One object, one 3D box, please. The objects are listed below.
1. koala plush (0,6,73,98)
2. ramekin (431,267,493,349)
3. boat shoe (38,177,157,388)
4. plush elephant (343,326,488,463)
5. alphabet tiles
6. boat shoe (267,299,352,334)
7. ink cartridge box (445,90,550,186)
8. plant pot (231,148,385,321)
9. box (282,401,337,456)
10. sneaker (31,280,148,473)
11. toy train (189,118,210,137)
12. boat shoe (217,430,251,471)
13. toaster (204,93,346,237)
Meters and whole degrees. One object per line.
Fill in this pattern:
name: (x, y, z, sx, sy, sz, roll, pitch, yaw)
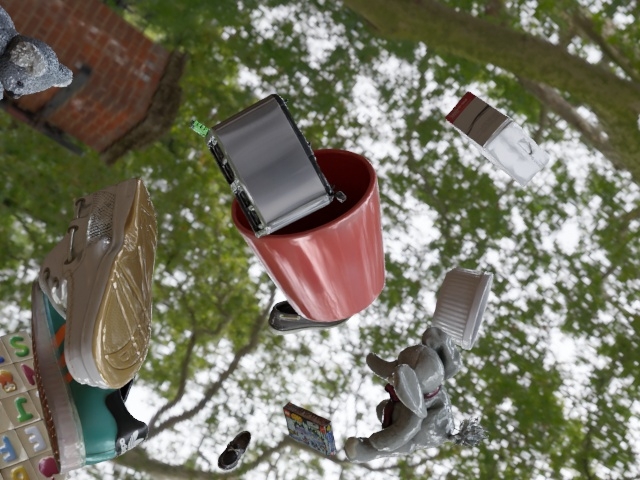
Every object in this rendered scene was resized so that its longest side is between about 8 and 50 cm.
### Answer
koala plush: (-0.624, -0.369, 1.671, 0.196, 0.221, 0.203, 38, 71, -83)
ramekin: (0.361, 0.167, 2.123, 0.109, 0.207, 0.207, 17, -109, 17)
boat shoe: (-0.212, 0.039, 0.772, 0.096, 0.098, 0.277, -10, -148, 1)
plush elephant: (0.207, 0.352, 1.931, 0.330, 0.255, 0.272, -8, -169, 35)
alphabet tiles: (-0.558, 0.273, 1.377, 0.011, 0.285, 0.342, -40, -106, 29)
boat shoe: (-0.013, 0.166, 1.969, 0.081, 0.228, 0.068, 58, -31, 38)
ink cartridge box: (0.276, -0.161, 1.304, 0.063, 0.109, 0.150, -47, -152, 10)
plant pot: (0.000, 0.000, 1.550, 0.275, 0.243, 0.275, -13, -143, 10)
box: (-0.026, 0.447, 1.968, 0.137, 0.094, 0.027, 15, -143, 40)
sneaker: (-0.310, 0.167, 1.095, 0.302, 0.121, 0.108, -120, -147, -40)
toy train: (-0.277, -0.258, 1.945, 0.017, 0.083, 0.023, 32, -88, 40)
boat shoe: (-0.188, 0.464, 1.833, 0.125, 0.046, 0.038, -34, 150, -62)
toaster: (-0.068, -0.098, 1.134, 0.110, 0.168, 0.186, -30, -175, -12)
